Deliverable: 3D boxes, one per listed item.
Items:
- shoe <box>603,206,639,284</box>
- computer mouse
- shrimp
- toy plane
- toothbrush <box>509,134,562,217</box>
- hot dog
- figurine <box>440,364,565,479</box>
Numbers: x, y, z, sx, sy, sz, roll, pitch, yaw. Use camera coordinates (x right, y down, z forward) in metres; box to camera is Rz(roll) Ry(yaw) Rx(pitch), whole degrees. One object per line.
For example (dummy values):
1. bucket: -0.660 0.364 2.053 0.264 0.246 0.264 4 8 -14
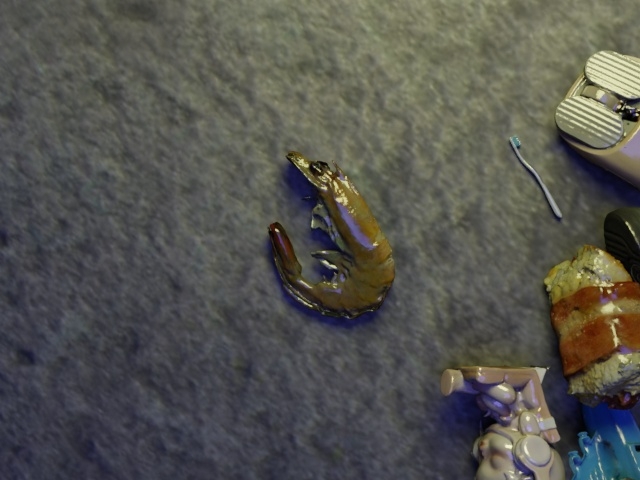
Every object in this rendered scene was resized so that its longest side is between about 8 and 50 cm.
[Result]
1. shoe: 0.494 0.065 0.874 0.149 0.109 0.292 -27 94 4
2. computer mouse: 0.427 -0.143 0.871 0.237 0.082 0.145 33 99 2
3. shrimp: 0.000 0.000 0.950 0.173 0.058 0.253 -36 92 17
4. toy plane: 0.397 0.297 0.861 0.254 0.105 0.271 4 64 -20
5. toothbrush: 0.297 -0.087 0.926 0.013 0.011 0.131 -30 92 29
6. hot dog: 0.366 0.112 0.871 0.103 0.146 0.213 8 68 -20
7. figurine: 0.247 0.278 0.892 0.141 0.162 0.236 -6 85 -11
